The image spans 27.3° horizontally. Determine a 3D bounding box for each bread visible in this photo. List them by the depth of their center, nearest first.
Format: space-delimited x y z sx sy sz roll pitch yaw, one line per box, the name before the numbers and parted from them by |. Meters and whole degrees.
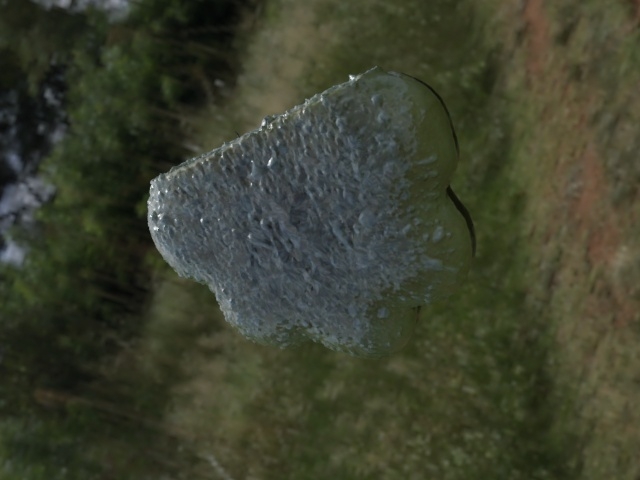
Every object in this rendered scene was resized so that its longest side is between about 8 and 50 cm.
bread | 0.000 0.000 0.962 0.286 0.207 0.056 -27 12 40
